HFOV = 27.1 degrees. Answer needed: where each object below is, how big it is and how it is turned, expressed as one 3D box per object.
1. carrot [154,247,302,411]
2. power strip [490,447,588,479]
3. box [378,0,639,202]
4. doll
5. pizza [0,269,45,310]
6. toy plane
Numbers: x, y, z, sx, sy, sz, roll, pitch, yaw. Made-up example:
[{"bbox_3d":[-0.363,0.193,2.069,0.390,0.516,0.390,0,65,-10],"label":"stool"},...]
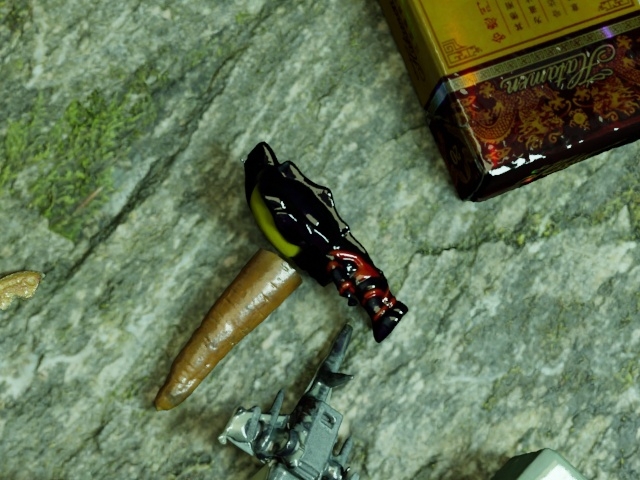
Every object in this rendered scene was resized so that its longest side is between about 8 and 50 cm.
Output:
[{"bbox_3d":[-0.109,0.103,1.437,0.061,0.061,0.209,40,78,3],"label":"carrot"},{"bbox_3d":[0.196,0.341,1.375,0.139,0.140,0.224,45,75,3],"label":"power strip"},{"bbox_3d":[0.213,-0.278,1.538,0.264,0.116,0.415,-21,80,-13],"label":"box"},{"bbox_3d":[-0.002,0.002,1.442,0.088,0.127,0.248,-41,94,-14],"label":"doll"},{"bbox_3d":[-0.336,0.055,1.436,0.083,0.016,0.037,-27,80,-17],"label":"pizza"},{"bbox_3d":[-0.008,0.194,1.410,0.192,0.088,0.262,37,70,-26],"label":"toy plane"}]
